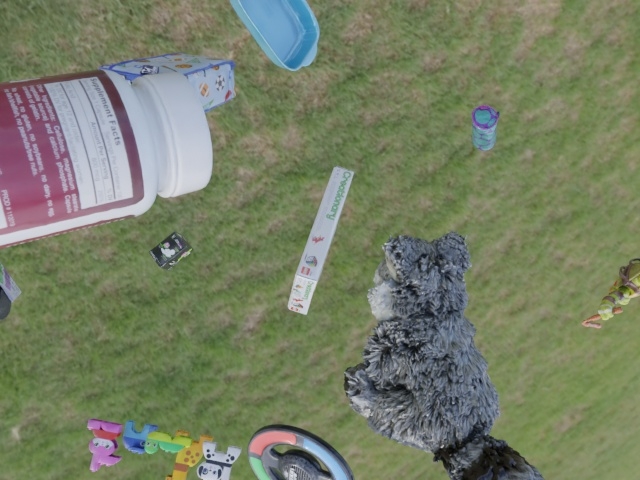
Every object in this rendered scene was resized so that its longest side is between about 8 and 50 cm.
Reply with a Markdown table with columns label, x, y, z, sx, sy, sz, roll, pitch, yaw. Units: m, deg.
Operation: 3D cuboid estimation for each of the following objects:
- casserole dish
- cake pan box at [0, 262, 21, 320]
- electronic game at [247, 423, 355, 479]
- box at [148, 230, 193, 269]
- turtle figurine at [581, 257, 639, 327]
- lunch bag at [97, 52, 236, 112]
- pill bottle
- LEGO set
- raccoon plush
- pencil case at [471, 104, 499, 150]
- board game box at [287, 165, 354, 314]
| label | x | y | z | sx | sy | sz | roll | pitch | yaw |
| --- | --- | --- | --- | --- | --- | --- | --- | --- | --- |
| casserole dish | -0.071 | -0.339 | 0.955 | 0.188 | 0.037 | 0.114 | 49 | 58 | -37 |
| cake pan box | -0.765 | 0.066 | 1.352 | 0.070 | 0.245 | 0.266 | -26 | 106 | 2 |
| electronic game | -0.040 | 0.449 | 1.250 | 0.048 | 0.229 | 0.229 | -51 | 162 | -50 |
| box | -0.366 | 0.026 | 1.573 | 0.083 | 0.052 | 0.062 | -38 | 168 | 1 |
| turtle figurine | 0.625 | 0.068 | 1.215 | 0.270 | 0.087 | 0.217 | -17 | 160 | -26 |
| lunch bag | -0.359 | -0.369 | 1.490 | 0.303 | 0.243 | 0.114 | -35 | 135 | -55 |
| pill bottle | -0.373 | -0.124 | 0.921 | 0.392 | 0.224 | 0.224 | -17 | 138 | -28 |
| LEGO set | -0.237 | 0.336 | 0.967 | 0.087 | 0.227 | 0.093 | 93 | 8 | -79 |
| raccoon plush | 0.232 | 0.176 | 0.977 | 0.216 | 0.446 | 0.299 | -11 | 121 | -47 |
| pencil case | 0.407 | -0.279 | 1.587 | 0.151 | 0.065 | 0.070 | 48 | 50 | -72 |
| board game box | 0.000 | 0.000 | 1.506 | 0.193 | 0.053 | 0.305 | 106 | 3 | -61 |
